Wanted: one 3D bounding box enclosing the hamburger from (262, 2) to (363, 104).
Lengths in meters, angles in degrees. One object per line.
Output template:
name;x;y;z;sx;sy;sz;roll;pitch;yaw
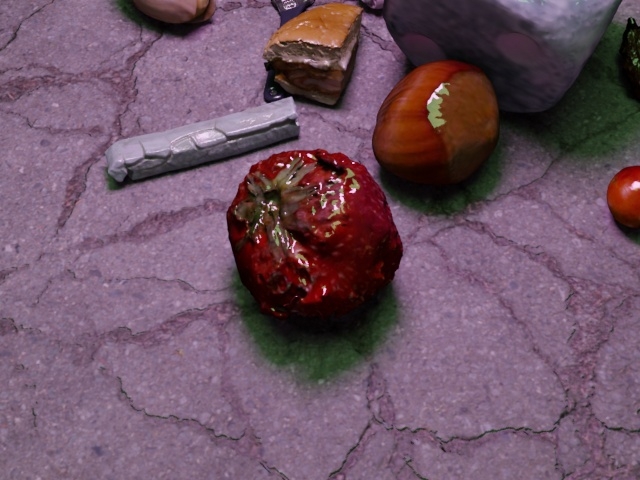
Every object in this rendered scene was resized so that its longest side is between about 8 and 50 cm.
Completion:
hamburger;0.001;-0.362;1.779;0.155;0.135;0.207;22;55;6

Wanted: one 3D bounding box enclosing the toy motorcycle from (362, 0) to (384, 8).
toy motorcycle;0.056;-0.537;1.929;0.112;0.112;0.254;-31;56;-17

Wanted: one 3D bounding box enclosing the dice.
dice;0.314;-0.435;1.648;0.348;0.330;0.328;30;72;4

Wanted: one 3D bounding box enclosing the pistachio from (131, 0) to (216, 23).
pistachio;-0.295;-0.488;1.900;0.215;0.144;0.144;32;62;18

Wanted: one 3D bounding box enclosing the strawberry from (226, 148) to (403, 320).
strawberry;0.000;0.000;1.487;0.274;0.220;0.274;-19;59;35

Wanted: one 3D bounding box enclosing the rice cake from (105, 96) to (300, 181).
rice cake;-0.198;-0.170;1.708;0.336;0.063;0.066;-17;46;-7

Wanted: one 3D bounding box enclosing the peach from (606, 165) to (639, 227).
peach;0.492;-0.072;1.566;0.101;0.100;0.100;-2;54;3

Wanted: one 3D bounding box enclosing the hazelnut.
hazelnut;0.191;-0.183;1.628;0.186;0.210;0.210;22;55;-9

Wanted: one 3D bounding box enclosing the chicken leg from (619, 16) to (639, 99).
chicken leg;0.577;-0.301;1.747;0.105;0.063;0.233;-5;56;7

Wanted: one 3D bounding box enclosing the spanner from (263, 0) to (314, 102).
spanner;-0.070;-0.374;1.874;0.087;0.024;0.315;4;55;9
